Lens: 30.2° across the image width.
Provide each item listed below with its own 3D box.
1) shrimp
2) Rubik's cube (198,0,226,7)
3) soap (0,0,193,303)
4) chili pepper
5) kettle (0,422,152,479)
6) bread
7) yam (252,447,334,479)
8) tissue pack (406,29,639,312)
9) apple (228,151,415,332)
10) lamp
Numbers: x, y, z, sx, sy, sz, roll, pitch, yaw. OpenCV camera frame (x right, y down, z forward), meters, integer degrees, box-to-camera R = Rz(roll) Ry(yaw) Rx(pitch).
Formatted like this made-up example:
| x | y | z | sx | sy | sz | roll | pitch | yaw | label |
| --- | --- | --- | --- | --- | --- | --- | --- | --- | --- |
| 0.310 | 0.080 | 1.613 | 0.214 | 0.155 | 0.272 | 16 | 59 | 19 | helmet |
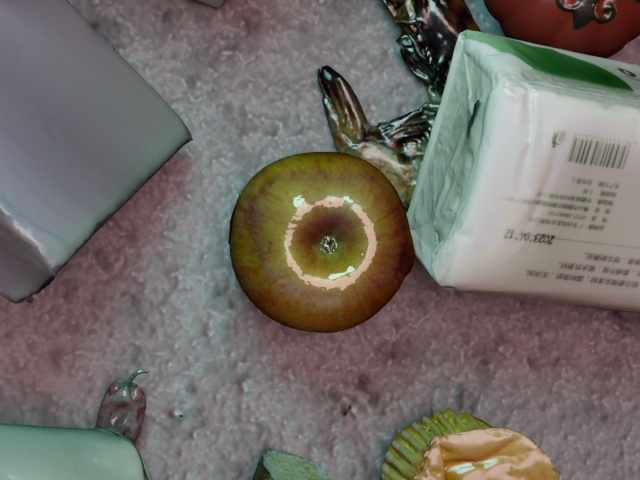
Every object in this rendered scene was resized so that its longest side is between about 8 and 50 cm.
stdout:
| x | y | z | sx | sy | sz | roll | pitch | yaw | label |
| --- | --- | --- | --- | --- | --- | --- | --- | --- | --- |
| 0.096 | -0.202 | 1.436 | 0.233 | 0.071 | 0.365 | -30 | 100 | -6 | shrimp |
| -0.182 | -0.474 | 1.255 | 0.315 | 0.319 | 0.322 | 19 | 84 | -10 | Rubik's cube |
| -0.313 | -0.123 | 1.244 | 0.285 | 0.107 | 0.296 | 46 | 41 | -7 | soap |
| -0.233 | 0.216 | 1.364 | 0.050 | 0.041 | 0.153 | 18 | 101 | 9 | chili pepper |
| -0.348 | 0.307 | 1.187 | 0.318 | 0.205 | 0.265 | 13 | 88 | -53 | kettle |
| 0.172 | 0.344 | 1.390 | 0.204 | 0.156 | 0.288 | -5 | 92 | -4 | bread |
| -0.054 | 0.341 | 1.366 | 0.107 | 0.107 | 0.183 | 23 | 87 | -10 | yam |
| 0.300 | -0.069 | 1.364 | 0.356 | 0.194 | 0.266 | 8 | 114 | -18 | tissue pack |
| 0.000 | 0.000 | 1.345 | 0.211 | 0.188 | 0.211 | 0 | 87 | -8 | apple |
| 0.302 | -0.323 | 1.406 | 0.226 | 0.227 | 0.227 | 0 | 88 | -12 | lamp |
